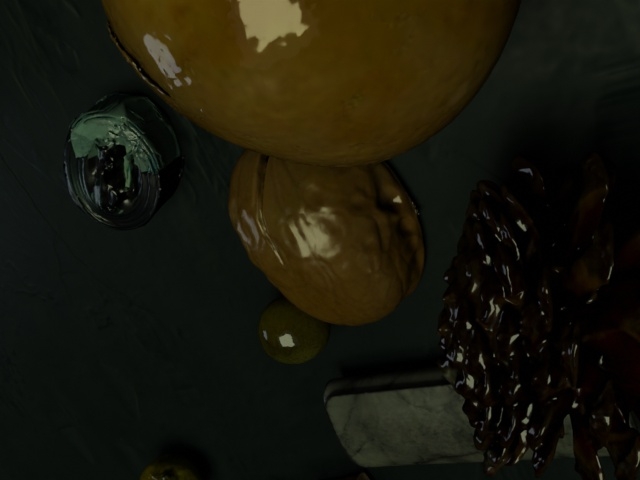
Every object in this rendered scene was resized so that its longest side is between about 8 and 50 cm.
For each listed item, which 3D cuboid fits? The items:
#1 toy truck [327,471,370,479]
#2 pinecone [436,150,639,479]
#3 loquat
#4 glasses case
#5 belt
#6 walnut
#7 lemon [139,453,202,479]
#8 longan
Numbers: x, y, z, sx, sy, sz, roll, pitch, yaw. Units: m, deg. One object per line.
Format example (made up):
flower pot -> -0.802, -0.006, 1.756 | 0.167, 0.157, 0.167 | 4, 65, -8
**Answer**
toy truck -> 0.058, 0.445, 0.995 | 0.184, 0.133, 0.338 | -16, 113, 44
pinecone -> 0.227, 0.058, 0.585 | 0.292, 0.246, 0.246 | 4, 127, -1
loquat -> -0.008, -0.165, 0.493 | 0.263, 0.263, 0.263 | 13, 128, 17
glasses case -> 0.152, 0.166, 0.790 | 0.299, 0.060, 0.114 | -13, 117, 32
belt -> -0.189, -0.072, 0.782 | 0.105, 0.058, 0.140 | 18, 129, 9
walnut -> 0.000, 0.002, 0.728 | 0.167, 0.087, 0.211 | -26, 110, 33
lemon -> -0.194, 0.319, 1.054 | 0.082, 0.082, 0.110 | 33, 135, 0
longan -> -0.023, 0.090, 0.821 | 0.075, 0.075, 0.083 | -23, 152, 36
